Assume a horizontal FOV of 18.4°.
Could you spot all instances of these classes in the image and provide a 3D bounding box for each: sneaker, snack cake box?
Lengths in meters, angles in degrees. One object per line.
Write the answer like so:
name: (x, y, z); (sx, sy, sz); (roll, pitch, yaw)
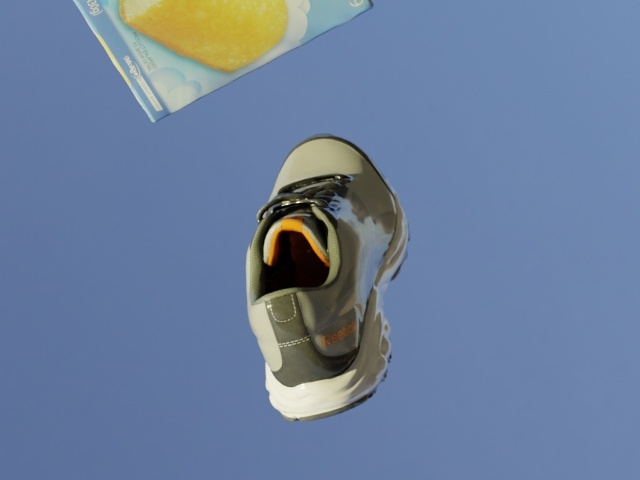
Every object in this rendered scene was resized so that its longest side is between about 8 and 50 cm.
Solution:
sneaker: (0.000, 0.000, 1.357); (0.271, 0.100, 0.108); (-88, -21, -55)
snack cake box: (-0.095, -0.217, 1.117); (0.264, 0.152, 0.089); (58, -171, -33)
